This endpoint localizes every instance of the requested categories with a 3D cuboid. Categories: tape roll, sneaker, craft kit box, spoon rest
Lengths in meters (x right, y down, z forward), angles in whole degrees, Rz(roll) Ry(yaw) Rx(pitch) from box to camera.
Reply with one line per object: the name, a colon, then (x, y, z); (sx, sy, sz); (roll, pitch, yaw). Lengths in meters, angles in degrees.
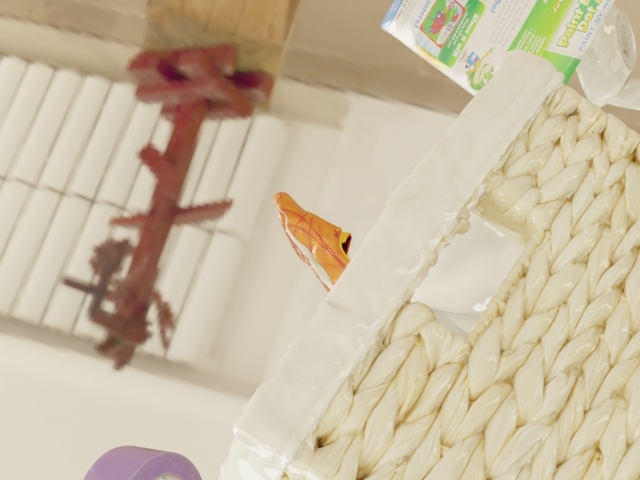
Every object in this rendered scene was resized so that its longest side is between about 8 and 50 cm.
tape roll: (-0.242, 0.375, 1.788); (0.080, 0.189, 0.189); (1, 152, 34)
sneaker: (0.000, 0.000, 1.647); (0.175, 0.067, 0.064); (51, 174, 28)
craft kit box: (0.194, -0.272, 1.329); (0.061, 0.250, 0.246); (17, -160, -35)
spoon rest: (0.346, -0.207, 1.571); (0.084, 0.137, 0.276); (-9, 163, 32)

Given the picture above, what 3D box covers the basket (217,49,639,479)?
basket: (0.107, 0.136, 0.809); (0.266, 0.328, 0.331); (33, 144, 7)
